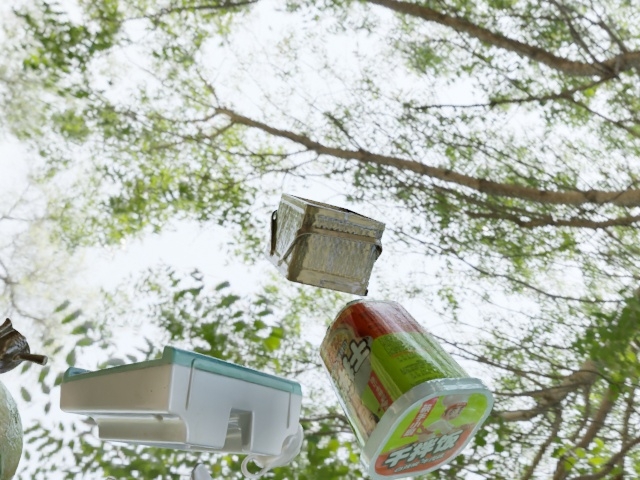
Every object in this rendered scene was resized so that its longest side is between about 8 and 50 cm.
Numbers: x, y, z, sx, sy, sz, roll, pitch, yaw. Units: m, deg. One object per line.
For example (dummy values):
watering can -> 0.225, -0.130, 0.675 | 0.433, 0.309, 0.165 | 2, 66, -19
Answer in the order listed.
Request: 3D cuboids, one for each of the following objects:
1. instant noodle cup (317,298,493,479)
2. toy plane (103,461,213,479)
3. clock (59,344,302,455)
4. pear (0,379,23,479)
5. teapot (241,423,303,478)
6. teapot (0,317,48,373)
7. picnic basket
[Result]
instant noodle cup -> 0.153, 0.295, 1.344 | 0.294, 0.294, 0.308 | -52, -137, 15
toy plane -> -0.156, 0.368, 0.690 | 0.123, 0.267, 0.266 | -28, -128, 26
clock -> -0.189, 0.239, 0.886 | 0.231, 0.262, 0.116 | -15, -120, 32
pear -> -0.763, 0.446, 1.254 | 0.165, 0.399, 0.398 | 10, -102, 43
teapot -> -0.112, 0.525, 1.613 | 0.092, 0.226, 0.145 | 51, -47, 4
teapot -> -0.499, 0.179, 1.032 | 0.110, 0.080, 0.085 | 16, -58, 21
picnic basket -> 0.000, 0.000, 1.222 | 0.267, 0.165, 0.139 | -148, -108, -71
